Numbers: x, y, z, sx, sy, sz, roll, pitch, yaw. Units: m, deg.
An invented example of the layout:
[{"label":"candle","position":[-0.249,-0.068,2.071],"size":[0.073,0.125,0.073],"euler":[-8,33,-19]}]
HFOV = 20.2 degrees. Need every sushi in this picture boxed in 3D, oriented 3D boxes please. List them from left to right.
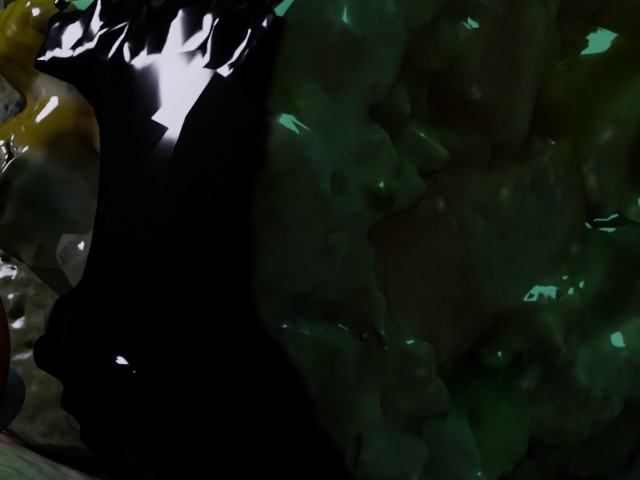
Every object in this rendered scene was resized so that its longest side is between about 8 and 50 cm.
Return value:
[{"label":"sushi","position":[0.000,0.000,0.746],"size":[0.285,0.329,0.328],"euler":[3,-47,44]}]

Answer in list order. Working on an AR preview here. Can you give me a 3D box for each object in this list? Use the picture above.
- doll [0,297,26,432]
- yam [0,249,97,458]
[{"label":"doll","position":[-0.185,0.032,0.623],"size":[0.161,0.130,0.290],"euler":[16,-6,-3]},{"label":"yam","position":[-0.076,0.038,1.053],"size":[0.195,0.195,0.300],"euler":[18,-1,24]}]
